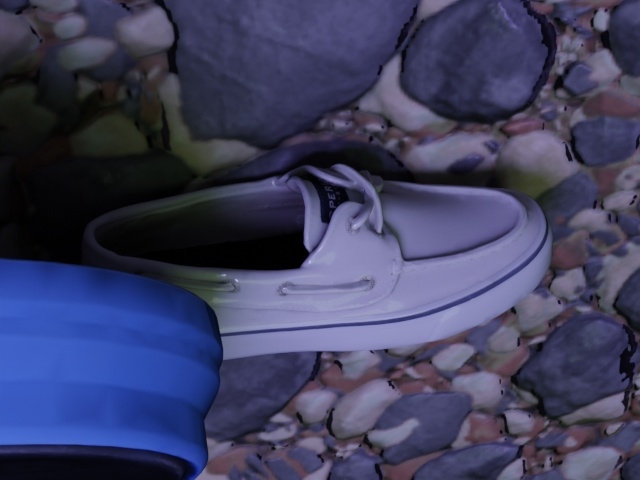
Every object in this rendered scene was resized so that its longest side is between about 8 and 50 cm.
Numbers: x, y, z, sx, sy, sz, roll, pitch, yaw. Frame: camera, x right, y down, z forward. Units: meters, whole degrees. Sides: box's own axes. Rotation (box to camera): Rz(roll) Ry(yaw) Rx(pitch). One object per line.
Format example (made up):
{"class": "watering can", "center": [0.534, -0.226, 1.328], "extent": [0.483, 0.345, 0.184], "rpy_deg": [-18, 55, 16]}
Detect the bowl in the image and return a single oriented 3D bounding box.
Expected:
{"class": "bowl", "center": [-0.237, 0.096, 0.804], "extent": [0.391, 0.077, 0.391], "rpy_deg": [-7, 166, -2]}

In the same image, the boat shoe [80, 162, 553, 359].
{"class": "boat shoe", "center": [0.000, 0.000, 0.943], "extent": [0.268, 0.096, 0.088], "rpy_deg": [-6, 136, -5]}
